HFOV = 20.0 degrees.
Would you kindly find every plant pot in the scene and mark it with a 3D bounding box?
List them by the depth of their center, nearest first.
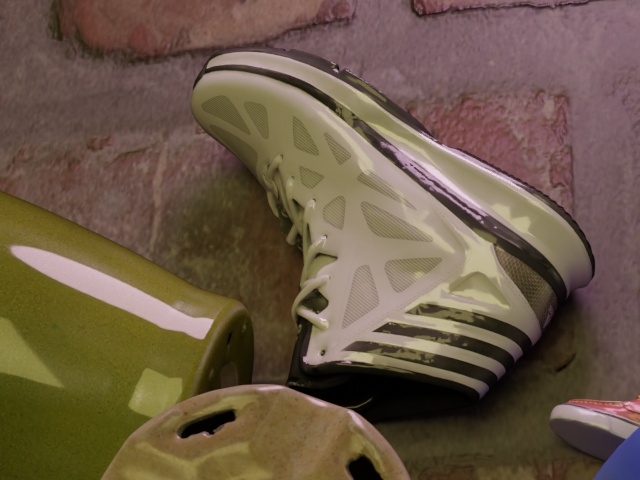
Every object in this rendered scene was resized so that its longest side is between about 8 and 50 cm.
[{"bbox_3d":[-0.035,0.270,1.275,0.333,0.305,0.334,-3,52,3],"label":"plant pot"},{"bbox_3d":[-0.255,0.129,1.572,0.352,0.366,0.367,13,62,11],"label":"plant pot"}]

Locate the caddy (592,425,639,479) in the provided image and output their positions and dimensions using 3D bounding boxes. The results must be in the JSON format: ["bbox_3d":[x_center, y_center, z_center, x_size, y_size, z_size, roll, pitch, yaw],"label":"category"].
[{"bbox_3d":[0.362,0.212,1.370,0.341,0.241,0.179,-37,49,-8],"label":"caddy"}]

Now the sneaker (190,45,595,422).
[{"bbox_3d":[0.000,0.000,1.658,0.447,0.169,0.257,30,69,28],"label":"sneaker"}]

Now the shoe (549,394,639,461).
[{"bbox_3d":[0.290,0.150,1.541,0.178,0.063,0.081,14,62,18],"label":"shoe"}]
